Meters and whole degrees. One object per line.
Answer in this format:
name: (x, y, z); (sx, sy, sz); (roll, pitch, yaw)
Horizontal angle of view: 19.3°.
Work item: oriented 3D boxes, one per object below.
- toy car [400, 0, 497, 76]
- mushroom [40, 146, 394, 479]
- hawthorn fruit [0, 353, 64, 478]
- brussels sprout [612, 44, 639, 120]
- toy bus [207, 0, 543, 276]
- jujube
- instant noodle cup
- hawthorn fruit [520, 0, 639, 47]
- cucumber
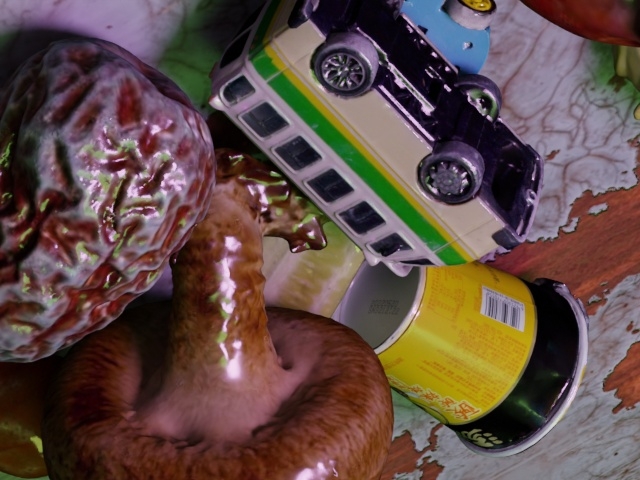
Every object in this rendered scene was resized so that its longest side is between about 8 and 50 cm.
toy car: (0.087, -0.216, 1.799); (0.161, 0.098, 0.126); (24, 128, -3)
mushroom: (-0.084, 0.138, 1.799); (0.331, 0.334, 0.356); (24, 130, 1)
hawthorn fruit: (-0.312, 0.179, 1.932); (0.138, 0.133, 0.133); (-4, 133, -10)
brussels sprout: (0.452, -0.199, 1.845); (0.247, 0.328, 0.328); (-38, 142, -23)
toy bus: (0.051, -0.103, 1.740); (0.179, 0.143, 0.305); (-32, 114, 34)
jujube: (-0.236, -0.032, 1.702); (0.226, 0.226, 0.317); (25, 114, -41)
instant noodle cup: (0.144, 0.102, 2.054); (0.236, 0.215, 0.215); (29, 114, -35)
hawthorn fruit: (0.264, -0.321, 1.607); (0.308, 0.325, 0.308); (-35, 166, -10)
cucumber: (-0.002, -0.002, 1.941); (0.145, 0.105, 0.325); (27, 118, -7)
